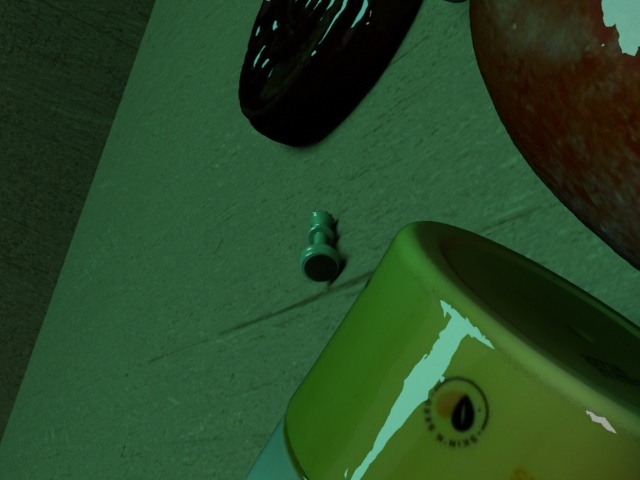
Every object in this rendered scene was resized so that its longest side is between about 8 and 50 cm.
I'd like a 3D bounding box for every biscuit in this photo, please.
[{"bbox_3d":[0.011,-0.313,1.402,0.407,0.091,0.407,-49,28,38],"label":"biscuit"}]

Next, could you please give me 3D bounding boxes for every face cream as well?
[{"bbox_3d":[0.090,0.120,0.596,0.179,0.218,0.218,-59,23,15],"label":"face cream"}]

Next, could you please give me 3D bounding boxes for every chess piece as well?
[{"bbox_3d":[0.000,0.000,1.174,0.042,0.042,0.093,-52,21,31],"label":"chess piece"}]

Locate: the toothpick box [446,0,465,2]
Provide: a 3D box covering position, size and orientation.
[{"bbox_3d":[0.149,-0.313,1.065,0.153,0.101,0.101,-47,29,39],"label":"toothpick box"}]

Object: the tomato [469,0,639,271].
[{"bbox_3d":[0.191,-0.125,0.537,0.338,0.144,0.338,-2,88,46],"label":"tomato"}]
